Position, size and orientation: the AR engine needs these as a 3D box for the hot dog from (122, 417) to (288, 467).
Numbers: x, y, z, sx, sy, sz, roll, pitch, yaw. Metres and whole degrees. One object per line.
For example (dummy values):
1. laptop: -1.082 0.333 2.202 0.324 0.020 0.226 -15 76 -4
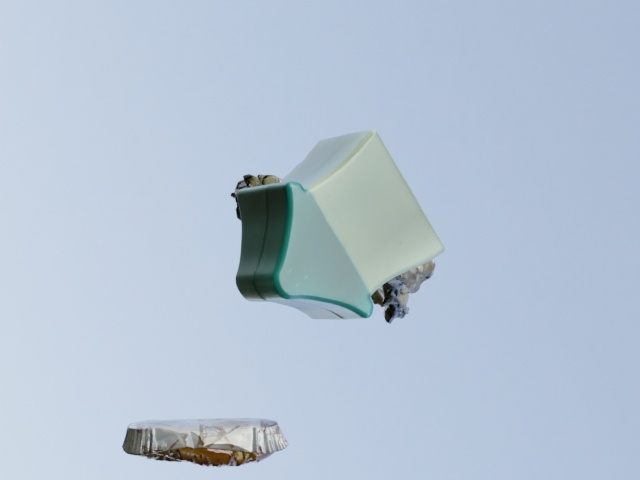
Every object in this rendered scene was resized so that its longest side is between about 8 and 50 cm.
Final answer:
1. hot dog: -0.132 0.234 2.008 0.099 0.192 0.053 -150 -119 -77

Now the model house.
1. model house: 0.000 0.000 1.384 0.127 0.149 0.100 59 -26 -12

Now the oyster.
1. oyster: 0.007 0.001 1.607 0.092 0.198 0.259 -59 -172 0
